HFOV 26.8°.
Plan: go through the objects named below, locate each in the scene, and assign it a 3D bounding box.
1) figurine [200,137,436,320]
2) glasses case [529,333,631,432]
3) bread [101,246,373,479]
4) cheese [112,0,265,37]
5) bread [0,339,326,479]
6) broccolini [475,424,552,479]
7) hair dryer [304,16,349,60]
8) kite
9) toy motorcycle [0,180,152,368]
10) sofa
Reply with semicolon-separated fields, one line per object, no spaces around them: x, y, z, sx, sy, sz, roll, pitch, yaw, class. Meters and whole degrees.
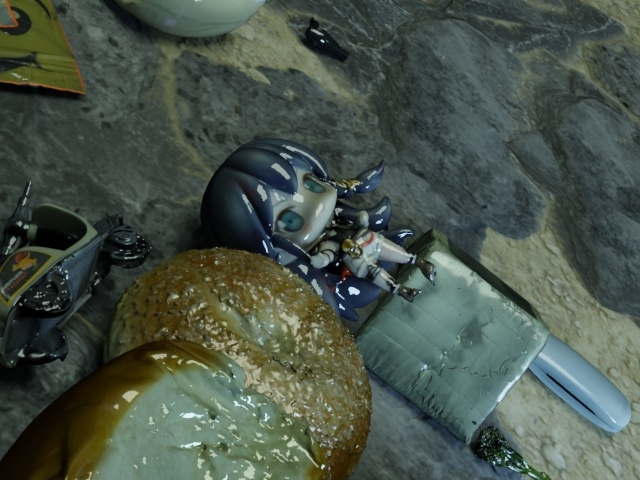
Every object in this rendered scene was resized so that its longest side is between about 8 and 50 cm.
-0.015;-0.002;1.564;0.265;0.197;0.175;49;33;-4;figurine
0.343;0.188;1.805;0.178;0.045;0.067;40;36;-1;glasses case
-0.076;0.135;1.388;0.305;0.159;0.305;21;45;-22;bread
-0.204;-0.400;1.878;0.233;0.127;0.266;-12;62;-51;cheese
-0.164;0.233;1.130;0.225;0.250;0.279;42;38;-3;bread
0.278;0.298;1.641;0.218;0.044;0.042;35;-4;-12;broccolini
0.005;-0.316;2.064;0.079;0.031;0.083;30;27;-31;hair dryer
-0.435;-0.298;1.655;0.377;0.013;0.327;36;35;-2;kite
-0.285;0.032;1.350;0.157;0.091;0.263;21;33;13;toy motorcycle
0.161;0.112;1.697;0.210;0.176;0.225;38;7;-3;sofa
